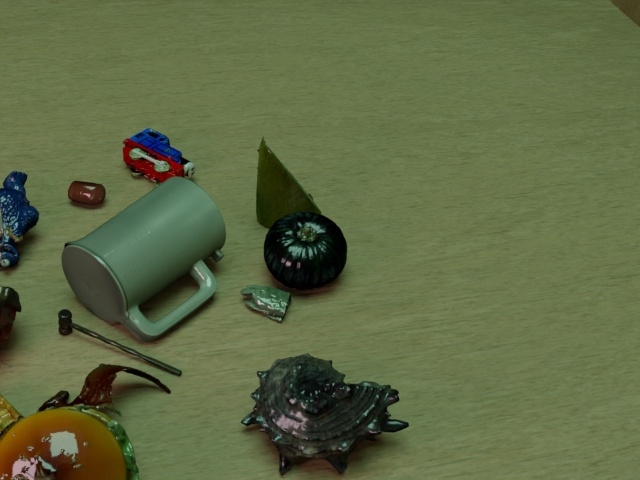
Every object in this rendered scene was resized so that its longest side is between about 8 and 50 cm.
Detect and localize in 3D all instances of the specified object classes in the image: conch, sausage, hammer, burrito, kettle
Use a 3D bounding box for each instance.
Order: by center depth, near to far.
[{"bbox_3d":[0.008,0.316,1.627,0.312,0.186,0.241,-4,27,20],"label":"conch"},{"bbox_3d":[-0.418,0.221,1.775,0.292,0.058,0.029,22,44,11],"label":"hammer"},{"bbox_3d":[-0.375,0.042,1.900,0.205,0.265,0.318,-3,27,43],"label":"kettle"},{"bbox_3d":[-0.124,0.133,1.908,0.118,0.044,0.074,19,46,10],"label":"burrito"},{"bbox_3d":[-0.584,-0.117,2.140,0.094,0.059,0.054,8,83,3],"label":"sausage"}]

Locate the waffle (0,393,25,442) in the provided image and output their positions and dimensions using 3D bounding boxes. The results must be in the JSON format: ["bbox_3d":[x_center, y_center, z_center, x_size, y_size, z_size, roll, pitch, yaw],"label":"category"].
[{"bbox_3d":[-0.639,0.342,1.554,0.210,0.055,0.160,23,60,41],"label":"waffle"}]

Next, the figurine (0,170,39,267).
[{"bbox_3d":[-0.741,-0.040,1.998,0.164,0.121,0.262,2,56,-6],"label":"figurine"}]

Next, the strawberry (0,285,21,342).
[{"bbox_3d":[-0.774,0.158,1.710,0.336,0.149,0.265,-2,-8,24],"label":"strawberry"}]

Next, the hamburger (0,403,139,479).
[{"bbox_3d":[-0.423,0.387,1.409,0.246,0.170,0.246,0,80,0],"label":"hamburger"}]

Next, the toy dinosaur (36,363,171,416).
[{"bbox_3d":[-0.444,0.347,1.593,0.206,0.113,0.327,-12,24,20],"label":"toy dinosaur"}]

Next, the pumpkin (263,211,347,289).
[{"bbox_3d":[-0.034,0.020,1.970,0.201,0.140,0.202,6,47,-7],"label":"pumpkin"}]

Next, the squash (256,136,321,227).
[{"bbox_3d":[-0.063,-0.140,2.074,0.169,0.252,0.093,-14,45,-21],"label":"squash"}]

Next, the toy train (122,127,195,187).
[{"bbox_3d":[-0.423,-0.210,2.250,0.204,0.083,0.131,27,43,23],"label":"toy train"}]
